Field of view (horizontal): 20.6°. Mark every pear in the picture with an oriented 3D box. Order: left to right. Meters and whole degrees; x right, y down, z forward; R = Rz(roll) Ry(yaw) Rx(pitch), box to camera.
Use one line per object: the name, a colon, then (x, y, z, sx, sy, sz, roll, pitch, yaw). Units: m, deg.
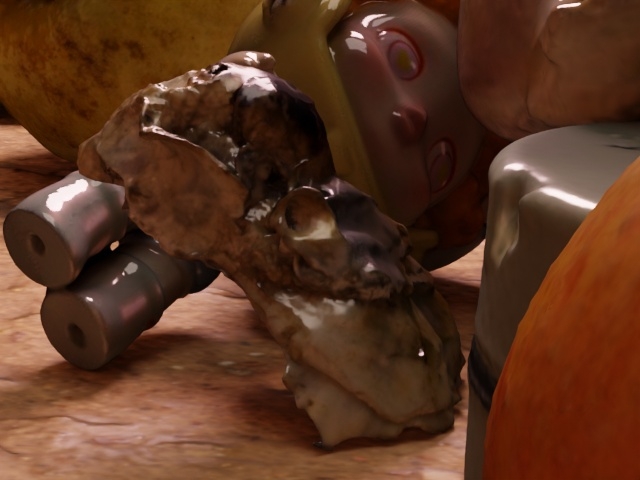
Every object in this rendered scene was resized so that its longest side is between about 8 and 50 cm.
pear: (-0.137, -0.193, 1.394, 0.304, 0.304, 0.304, 2, 14, -1)

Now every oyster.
oyster: (-0.008, -0.002, 0.889, 0.232, 0.107, 0.161, 40, 15, -6)

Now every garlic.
garlic: (0.147, -0.213, 0.963, 0.246, 0.340, 0.231, -2, -14, -44)

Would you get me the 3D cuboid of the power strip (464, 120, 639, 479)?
power strip: (0.241, 0.055, 0.733, 0.357, 0.161, 0.357, 3, 13, -1)

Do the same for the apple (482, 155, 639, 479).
apple: (0.191, 0.074, 0.413, 0.275, 0.299, 0.299, -21, 19, -10)

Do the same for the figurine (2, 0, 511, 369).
figurine: (-0.035, -0.066, 1.056, 0.382, 0.225, 0.205, -14, 3, -41)

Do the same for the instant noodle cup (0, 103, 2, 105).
instant noodle cup: (-0.209, -0.204, 1.674, 0.232, 0.207, 0.207, 10, 13, -6)
